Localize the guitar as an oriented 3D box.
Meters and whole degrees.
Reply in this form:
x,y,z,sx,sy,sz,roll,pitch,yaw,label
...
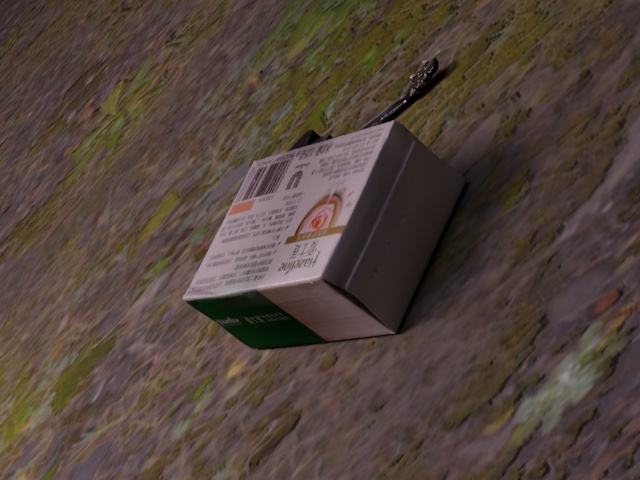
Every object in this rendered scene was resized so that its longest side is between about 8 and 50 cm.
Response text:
x,y,z,sx,sy,sz,roll,pitch,yaw,label
0.010,-0.075,1.527,0.233,0.025,0.088,-39,26,28,guitar

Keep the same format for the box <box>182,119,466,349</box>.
x,y,z,sx,sy,sz,roll,pitch,yaw,label
0.000,0.000,1.380,0.199,0.081,0.135,-13,46,58,box
